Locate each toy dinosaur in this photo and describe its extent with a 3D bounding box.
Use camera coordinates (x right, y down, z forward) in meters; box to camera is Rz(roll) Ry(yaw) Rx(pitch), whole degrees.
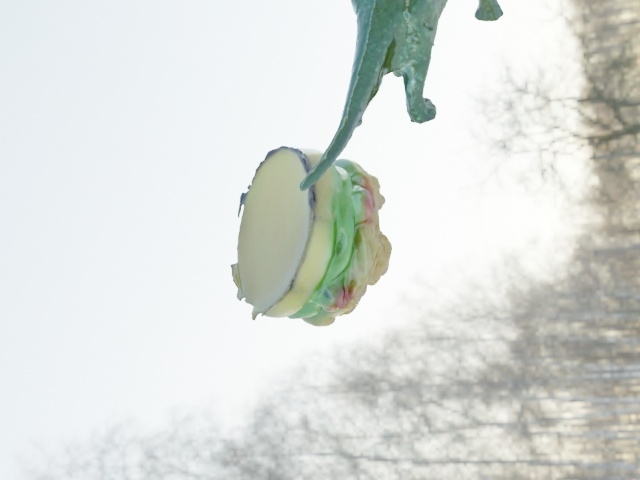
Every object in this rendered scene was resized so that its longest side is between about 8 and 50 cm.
[{"bbox_3d":[0.064,-0.270,0.904,0.447,0.087,0.301,-58,-38,-35],"label":"toy dinosaur"}]

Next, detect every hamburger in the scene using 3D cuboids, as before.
[{"bbox_3d":[0.000,0.000,1.350,0.149,0.237,0.237,13,-112,-27],"label":"hamburger"}]
